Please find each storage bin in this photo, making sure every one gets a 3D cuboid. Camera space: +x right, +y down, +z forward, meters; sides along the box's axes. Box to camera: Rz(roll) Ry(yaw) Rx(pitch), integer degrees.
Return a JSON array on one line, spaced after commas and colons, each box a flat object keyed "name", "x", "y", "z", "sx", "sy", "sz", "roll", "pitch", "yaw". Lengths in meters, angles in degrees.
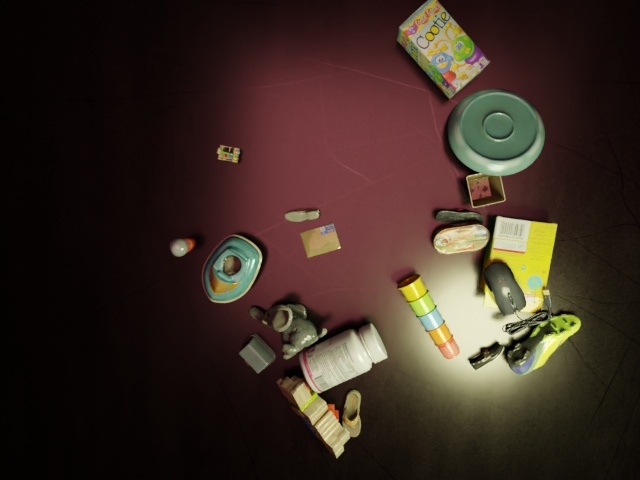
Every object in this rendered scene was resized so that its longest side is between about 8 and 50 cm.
[{"name": "storage bin", "x": -0.246, "y": 0.429, "z": 1.769, "sx": 0.098, "sy": 0.091, "sz": 0.135, "roll": -43, "pitch": 90, "yaw": 8}]

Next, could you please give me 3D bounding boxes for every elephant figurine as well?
[{"name": "elephant figurine", "x": -0.127, "y": 0.292, "z": 1.720, "sx": 0.186, "sy": 0.169, "sz": 0.239, "roll": -28, "pitch": 76, "yaw": -20}]

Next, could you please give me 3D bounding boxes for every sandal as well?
[{"name": "sandal", "x": 0.118, "y": 0.650, "z": 1.776, "sx": 0.072, "sy": 0.049, "sz": 0.179, "roll": 4, "pitch": 96, "yaw": 5}, {"name": "sandal", "x": 0.485, "y": -0.087, "z": 1.656, "sx": 0.180, "sy": 0.040, "sz": 0.067, "roll": 9, "pitch": 129, "yaw": -8}]

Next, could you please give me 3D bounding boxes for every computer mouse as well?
[{"name": "computer mouse", "x": 0.668, "y": 0.184, "z": 1.582, "sx": 0.184, "sy": 0.060, "sz": 0.261, "roll": -20, "pitch": 97, "yaw": 11}]

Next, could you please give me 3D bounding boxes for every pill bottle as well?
[{"name": "pill bottle", "x": 0.083, "y": 0.415, "z": 1.699, "sx": 0.283, "sy": 0.160, "sz": 0.160, "roll": -27, "pitch": 93, "yaw": 8}]

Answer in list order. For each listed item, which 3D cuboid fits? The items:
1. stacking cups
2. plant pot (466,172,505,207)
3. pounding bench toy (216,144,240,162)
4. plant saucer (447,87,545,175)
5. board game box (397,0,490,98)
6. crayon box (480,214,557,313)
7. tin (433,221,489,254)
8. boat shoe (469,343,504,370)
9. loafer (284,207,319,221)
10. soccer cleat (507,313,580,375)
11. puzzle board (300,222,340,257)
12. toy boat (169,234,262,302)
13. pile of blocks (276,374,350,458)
[{"name": "stacking cups", "x": 0.390, "y": 0.277, "z": 1.698, "sx": 0.096, "sy": 0.096, "sz": 0.316, "roll": -30, "pitch": 97, "yaw": 8}, {"name": "plant pot", "x": 0.552, "y": -0.176, "z": 1.620, "sx": 0.109, "sy": 0.096, "sz": 0.108, "roll": -13, "pitch": 94, "yaw": 7}, {"name": "pounding bench toy", "x": -0.329, "y": -0.310, "z": 1.701, "sx": 0.065, "sy": 0.083, "sz": 0.052, "roll": 11, "pitch": 97, "yaw": 5}, {"name": "plant saucer", "x": 0.585, "y": -0.370, "z": 1.572, "sx": 0.318, "sy": 0.043, "sz": 0.317, "roll": -1, "pitch": 76, "yaw": 3}, {"name": "board game box", "x": 0.398, "y": -0.626, "z": 1.564, "sx": 0.142, "sy": 0.144, "sz": 0.275, "roll": -41, "pitch": 90, "yaw": 9}, {"name": "crayon box", "x": 0.674, "y": 0.082, "z": 1.643, "sx": 0.203, "sy": 0.081, "sz": 0.317, "roll": 9, "pitch": 96, "yaw": 5}, {"name": "tin", "x": 0.489, "y": -0.008, "z": 1.659, "sx": 0.190, "sy": 0.040, "sz": 0.106, "roll": -8, "pitch": 113, "yaw": 7}, {"name": "boat shoe", "x": 0.595, "y": 0.413, "z": 1.702, "sx": 0.133, "sy": 0.049, "sz": 0.042, "roll": -41, "pitch": 99, "yaw": 13}, {"name": "loafer", "x": -0.066, "y": -0.097, "z": 1.725, "sx": 0.126, "sy": 0.039, "sz": 0.045, "roll": -3, "pitch": 129, "yaw": 9}, {"name": "soccer cleat", "x": 0.787, "y": 0.367, "z": 1.673, "sx": 0.289, "sy": 0.093, "sz": 0.121, "roll": -38, "pitch": 122, "yaw": 4}, {"name": "puzzle board", "x": 0.000, "y": 0.000, "z": 1.738, "sx": 0.128, "sy": 0.011, "sz": 0.096, "roll": -17, "pitch": 93, "yaw": 7}, {"name": "toy boat", "x": -0.387, "y": 0.081, "z": 1.716, "sx": 0.319, "sy": 0.148, "sz": 0.267, "roll": 28, "pitch": 98, "yaw": 2}, {"name": "pile of blocks", "x": -0.013, "y": 0.631, "z": 1.770, "sx": 0.113, "sy": 0.149, "sz": 0.362, "roll": -39, "pitch": 100, "yaw": -26}]
